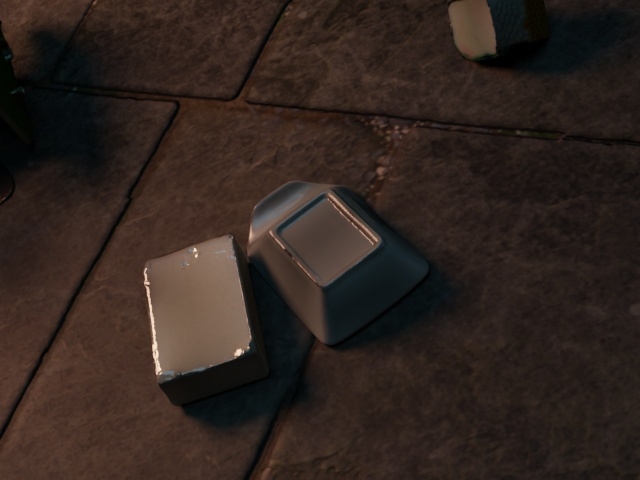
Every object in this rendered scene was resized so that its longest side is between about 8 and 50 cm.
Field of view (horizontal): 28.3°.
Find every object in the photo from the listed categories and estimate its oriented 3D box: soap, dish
[{"bbox_3d":[-0.136,0.089,1.462,0.122,0.063,0.183,-18,50,5],"label":"soap"},{"bbox_3d":[0.000,0.000,1.480,0.154,0.064,0.234,-37,49,-9],"label":"dish"}]

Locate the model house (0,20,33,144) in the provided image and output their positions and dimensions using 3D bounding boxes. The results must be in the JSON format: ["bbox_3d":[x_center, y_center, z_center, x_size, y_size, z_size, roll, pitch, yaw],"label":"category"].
[{"bbox_3d":[-0.618,-0.256,1.705,0.324,0.340,0.300,-25,63,3],"label":"model house"}]

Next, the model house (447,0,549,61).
[{"bbox_3d":[0.230,-0.282,1.610,0.100,0.087,0.101,-19,11,-24],"label":"model house"}]

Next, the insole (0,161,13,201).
[{"bbox_3d":[-0.506,-0.107,1.795,0.080,0.003,0.232,-42,51,-14],"label":"insole"}]
